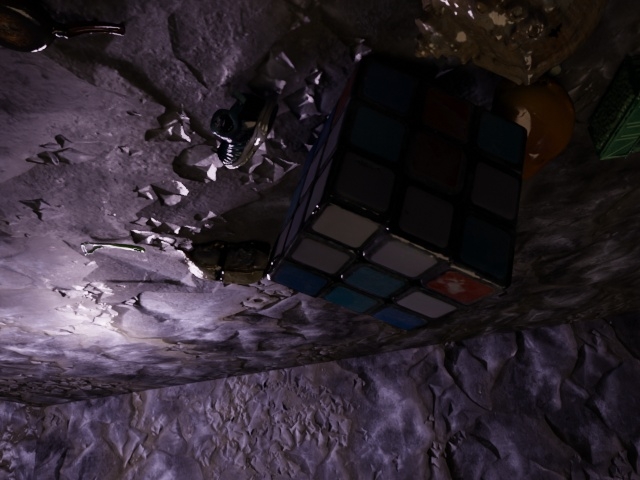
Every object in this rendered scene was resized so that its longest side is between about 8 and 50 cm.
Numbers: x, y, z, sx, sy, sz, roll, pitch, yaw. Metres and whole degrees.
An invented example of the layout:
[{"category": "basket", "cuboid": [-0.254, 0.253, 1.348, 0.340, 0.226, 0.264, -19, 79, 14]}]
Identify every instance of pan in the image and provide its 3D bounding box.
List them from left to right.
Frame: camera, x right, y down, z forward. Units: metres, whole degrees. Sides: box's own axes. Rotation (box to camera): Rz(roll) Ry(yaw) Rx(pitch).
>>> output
[{"category": "pan", "cuboid": [-0.403, -0.317, 0.816, 0.212, 0.040, 0.115, 2, 159, -19]}]

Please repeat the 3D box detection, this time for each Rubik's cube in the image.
[{"category": "Rubik's cube", "cuboid": [0.139, -0.065, 1.051, 0.359, 0.363, 0.362, 23, 149, -8]}]

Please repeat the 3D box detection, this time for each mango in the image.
[{"category": "mango", "cuboid": [0.425, -0.247, 1.112, 0.166, 0.136, 0.236, -37, 141, 22]}]

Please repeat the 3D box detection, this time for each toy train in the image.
[{"category": "toy train", "cuboid": [0.675, -0.277, 1.148, 0.155, 0.115, 0.269, -1, 156, 6]}]

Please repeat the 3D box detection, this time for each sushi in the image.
[{"category": "sushi", "cuboid": [-0.289, 0.071, 1.604, 0.273, 0.109, 0.134, 4, 152, -24]}]

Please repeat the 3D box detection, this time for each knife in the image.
[{"category": "knife", "cuboid": [-0.569, 0.018, 1.507, 0.166, 0.022, 0.078, 0, 161, -14]}]

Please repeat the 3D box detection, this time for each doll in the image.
[{"category": "doll", "cuboid": [0.436, -0.341, 1.028, 0.037, 0.027, 0.125, -24, 151, 17]}]

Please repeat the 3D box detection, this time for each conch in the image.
[{"category": "conch", "cuboid": [0.310, -0.339, 0.808, 0.353, 0.209, 0.297, -13, 170, 15]}]

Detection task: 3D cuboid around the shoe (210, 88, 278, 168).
[{"category": "shoe", "cuboid": [-0.161, -0.218, 1.066, 0.106, 0.091, 0.207, 26, 149, -15]}]
